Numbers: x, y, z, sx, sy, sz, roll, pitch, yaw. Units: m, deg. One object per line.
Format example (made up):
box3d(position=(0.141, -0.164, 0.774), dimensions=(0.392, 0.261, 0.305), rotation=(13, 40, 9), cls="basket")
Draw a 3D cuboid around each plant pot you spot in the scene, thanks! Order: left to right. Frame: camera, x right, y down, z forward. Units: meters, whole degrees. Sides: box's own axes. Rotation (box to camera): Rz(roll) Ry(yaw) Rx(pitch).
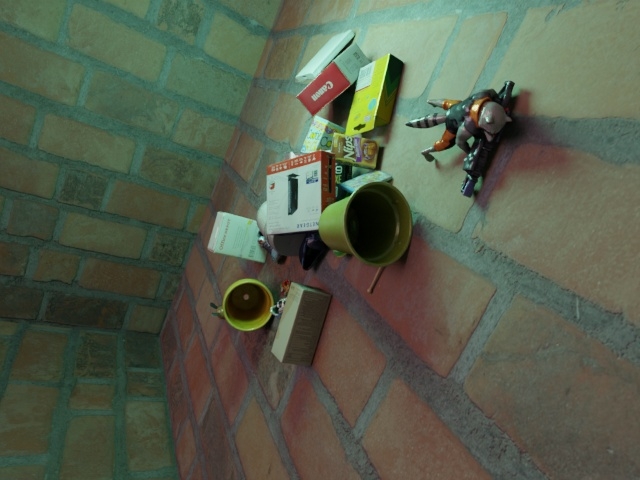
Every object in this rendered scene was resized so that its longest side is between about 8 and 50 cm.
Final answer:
box3d(position=(-0.380, 0.313, 2.074), dimensions=(0.239, 0.254, 0.253), rotation=(-160, 87, -75), cls="plant pot")
box3d(position=(0.129, -0.053, 1.383), dimensions=(0.254, 0.276, 0.275), rotation=(0, 77, 61), cls="plant pot")

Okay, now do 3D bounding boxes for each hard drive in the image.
box3d(position=(0.019, -0.946, 2.062), dimensions=(0.307, 0.040, 0.203), rotation=(-50, 30, -7), cls="hard drive")

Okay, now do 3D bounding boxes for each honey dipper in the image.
box3d(position=(0.204, 0.118, 1.419), dimensions=(0.030, 0.031, 0.160), rotation=(47, 120, 55), cls="honey dipper")

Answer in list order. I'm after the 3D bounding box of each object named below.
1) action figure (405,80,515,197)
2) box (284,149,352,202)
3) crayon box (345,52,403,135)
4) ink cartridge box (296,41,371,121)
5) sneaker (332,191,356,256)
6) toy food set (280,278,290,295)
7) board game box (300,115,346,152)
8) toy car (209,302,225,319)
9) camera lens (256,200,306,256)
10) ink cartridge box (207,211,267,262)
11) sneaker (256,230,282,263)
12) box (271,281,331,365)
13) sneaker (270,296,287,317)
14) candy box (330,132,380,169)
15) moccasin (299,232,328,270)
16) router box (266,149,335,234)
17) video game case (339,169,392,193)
box3d(position=(0.399, -0.308, 1.166), dimensions=(0.330, 0.179, 0.340), rotation=(12, 85, 68), cls="action figure")
box3d(position=(-0.017, -0.259, 1.722), dimensions=(0.308, 0.077, 0.242), rotation=(6, 92, 28), cls="box")
box3d(position=(0.216, -0.580, 1.661), dimensions=(0.202, 0.081, 0.318), rotation=(7, 82, 59), cls="crayon box")
box3d(position=(0.040, -0.719, 1.843), dimensions=(0.310, 0.130, 0.271), rotation=(-22, 26, 52), cls="ink cartridge box")
box3d(position=(0.097, -0.081, 1.584), dimensions=(0.109, 0.124, 0.295), rotation=(24, 97, 58), cls="sneaker")
box3d(position=(-0.172, 0.232, 1.968), dimensions=(0.082, 0.020, 0.083), rotation=(-52, 38, 32), cls="toy food set")
box3d(position=(0.007, -0.412, 1.858), dimensions=(0.275, 0.145, 0.142), rotation=(-66, 33, 15), cls="board game box")
box3d(position=(-0.545, 0.403, 2.320), dimensions=(0.148, 0.189, 0.155), rotation=(-60, 34, 23), cls="toy car")
box3d(position=(-0.175, -0.072, 1.918), dimensions=(0.219, 0.220, 0.274), rotation=(-65, 32, 15), cls="camera lens")
box3d(position=(-0.440, -0.016, 2.231), dimensions=(0.131, 0.307, 0.225), rotation=(13, 87, 59), cls="ink cartridge box")
box3d(position=(-0.276, 0.031, 2.124), dimensions=(0.104, 0.125, 0.261), rotation=(-61, 33, 21), cls="sneaker")
box3d(position=(-0.080, 0.344, 1.654), dimensions=(0.121, 0.148, 0.310), rotation=(19, 91, 60), cls="box")
box3d(position=(-0.150, 0.296, 1.844), dimensions=(0.237, 0.086, 0.085), rotation=(-40, 43, 41), cls="sneaker")
box3d(position=(0.134, -0.352, 1.590), dimensions=(0.053, 0.187, 0.109), rotation=(94, -174, -82), cls="candy box")
box3d(position=(0.000, 0.000, 1.698), dimensions=(0.341, 0.138, 0.116), rotation=(110, 163, -44), cls="moccasin")
box3d(position=(-0.084, -0.178, 1.611), dimensions=(0.336, 0.082, 0.300), rotation=(-5, 84, 45), cls="router box")
box3d(position=(0.170, -0.224, 1.520), dimensions=(0.119, 0.167, 0.015), rotation=(41, 151, 56), cls="video game case")
